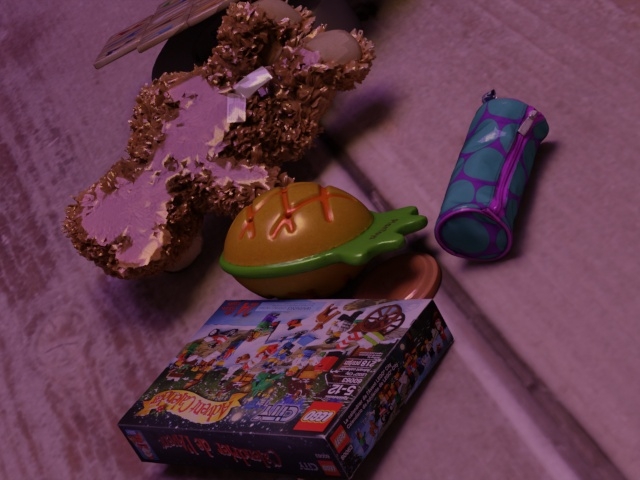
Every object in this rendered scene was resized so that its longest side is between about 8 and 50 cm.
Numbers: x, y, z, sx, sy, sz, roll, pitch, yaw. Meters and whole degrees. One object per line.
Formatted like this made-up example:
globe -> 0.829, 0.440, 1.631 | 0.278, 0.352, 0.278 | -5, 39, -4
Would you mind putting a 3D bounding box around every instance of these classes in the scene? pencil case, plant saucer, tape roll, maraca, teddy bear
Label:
pencil case -> 0.141, -0.052, 1.450 | 0.070, 0.064, 0.151 | -42, 19, 46
plant saucer -> 0.060, 0.039, 1.455 | 0.083, 0.013, 0.083 | -25, 33, 17
tape roll -> -0.068, -0.197, 1.853 | 0.219, 0.072, 0.219 | -26, 32, 18
maraca -> 0.000, 0.000, 1.485 | 0.186, 0.099, 0.127 | -5, 24, 33
teddy bear -> -0.090, -0.090, 1.669 | 0.245, 0.113, 0.338 | 15, 67, 24

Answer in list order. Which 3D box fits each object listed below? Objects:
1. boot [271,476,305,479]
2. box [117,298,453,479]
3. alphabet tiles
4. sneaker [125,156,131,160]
boot -> -0.040, 0.198, 1.213 | 0.077, 0.137, 0.198 | -31, 30, 9
box -> -0.030, 0.112, 1.396 | 0.233, 0.044, 0.159 | -3, 36, 43
alphabet tiles -> -0.081, -0.276, 1.861 | 0.343, 0.011, 0.285 | -27, 14, 7
sneaker -> -0.200, -0.075, 1.856 | 0.083, 0.031, 0.035 | -47, 32, -19
